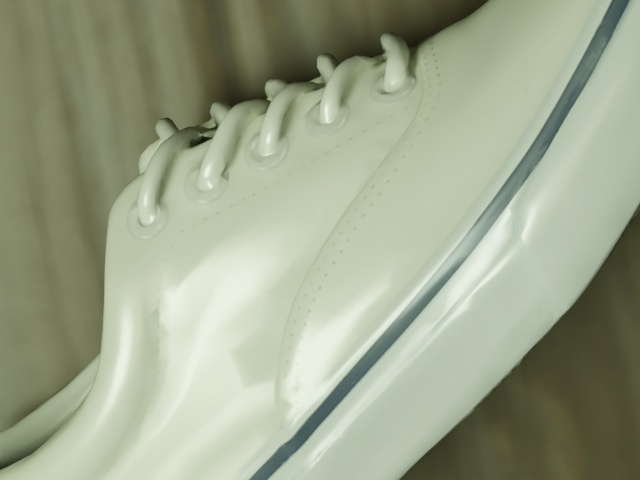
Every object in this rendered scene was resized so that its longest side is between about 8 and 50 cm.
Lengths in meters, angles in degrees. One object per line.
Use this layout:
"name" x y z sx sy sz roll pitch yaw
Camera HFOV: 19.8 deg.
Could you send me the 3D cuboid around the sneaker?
"sneaker" 0.000 0.000 0.422 0.091 0.094 0.258 36 104 -7
